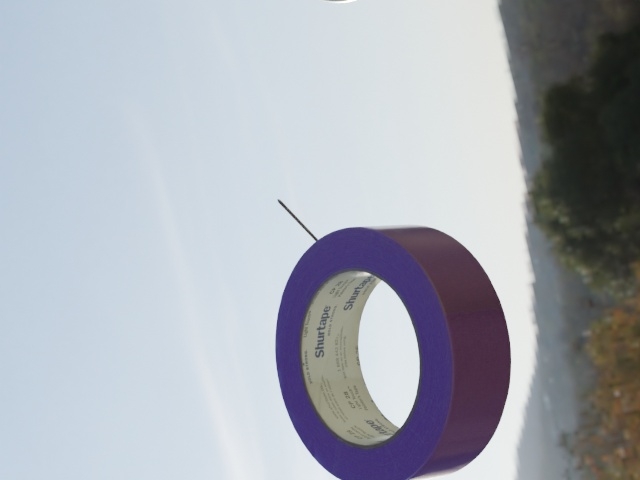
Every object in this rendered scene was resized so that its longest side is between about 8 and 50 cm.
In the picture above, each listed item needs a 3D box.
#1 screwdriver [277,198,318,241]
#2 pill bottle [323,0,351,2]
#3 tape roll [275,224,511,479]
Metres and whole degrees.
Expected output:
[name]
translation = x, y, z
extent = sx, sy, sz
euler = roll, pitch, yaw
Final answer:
[screwdriver]
translation = 0.000, 0.000, 1.808
extent = 0.170, 0.025, 0.024
euler = 51, 164, -24
[pill bottle]
translation = 0.032, -0.389, 1.529
extent = 0.130, 0.130, 0.245
euler = 62, -148, -43
[tape roll]
translation = 0.071, 0.121, 1.460
extent = 0.090, 0.275, 0.274
euler = -3, -103, -40
